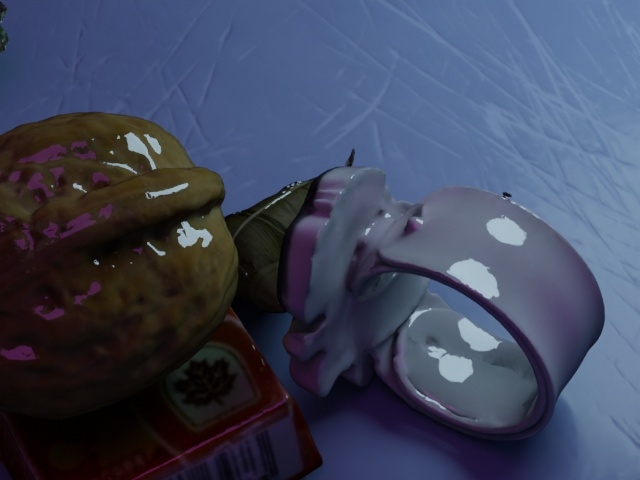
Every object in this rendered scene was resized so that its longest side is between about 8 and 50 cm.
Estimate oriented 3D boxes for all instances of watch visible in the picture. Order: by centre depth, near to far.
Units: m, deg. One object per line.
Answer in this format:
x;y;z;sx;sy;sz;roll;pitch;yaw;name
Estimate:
0.097;0.056;1.278;0.231;0.244;0.196;22;55;28;watch

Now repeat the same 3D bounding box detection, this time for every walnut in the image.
-0.186;0.016;1.219;0.257;0.257;0.224;-26;86;-17;walnut

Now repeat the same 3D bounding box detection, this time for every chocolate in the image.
-0.156;0.136;1.317;0.237;0.108;0.235;-25;53;-14;chocolate

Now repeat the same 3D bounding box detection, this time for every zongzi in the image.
0.000;0.000;1.394;0.189;0.081;0.178;-30;24;-19;zongzi

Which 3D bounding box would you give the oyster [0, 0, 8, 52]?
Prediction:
-0.448;-0.180;1.583;0.268;0.112;0.198;-38;59;-20;oyster
